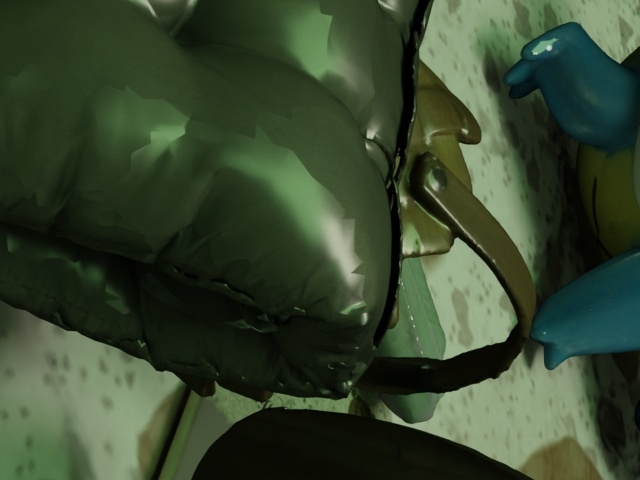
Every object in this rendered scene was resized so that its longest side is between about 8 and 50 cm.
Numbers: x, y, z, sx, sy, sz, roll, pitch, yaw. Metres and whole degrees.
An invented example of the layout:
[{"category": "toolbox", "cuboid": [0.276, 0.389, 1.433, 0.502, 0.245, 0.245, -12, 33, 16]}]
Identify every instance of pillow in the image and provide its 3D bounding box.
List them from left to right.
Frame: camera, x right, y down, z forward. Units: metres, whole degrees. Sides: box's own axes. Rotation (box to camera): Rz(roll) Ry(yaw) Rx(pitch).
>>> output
[{"category": "pillow", "cuboid": [-0.118, -0.108, 0.399, 0.326, 0.101, 0.228, 17, 60, -11]}]

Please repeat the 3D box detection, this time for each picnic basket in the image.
[{"category": "picnic basket", "cuboid": [0.000, 0.000, 0.539, 0.178, 0.128, 0.137, 51, 48, -32]}]

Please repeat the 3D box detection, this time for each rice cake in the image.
[{"category": "rice cake", "cuboid": [0.017, -0.024, 0.717, 0.080, 0.042, 0.221, -71, 146, -65]}]

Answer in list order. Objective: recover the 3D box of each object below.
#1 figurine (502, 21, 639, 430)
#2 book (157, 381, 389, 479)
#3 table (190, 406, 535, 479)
[{"category": "figurine", "cuboid": [0.258, -0.032, 1.005, 0.298, 0.243, 0.416, -1, 98, -66]}, {"category": "book", "cuboid": [-0.021, 0.106, 0.666, 0.127, 0.014, 0.181, 52, 38, -32]}, {"category": "table", "cuboid": [-0.079, 0.187, 0.373, 0.249, 0.317, 0.317, 19, 61, -38]}]
